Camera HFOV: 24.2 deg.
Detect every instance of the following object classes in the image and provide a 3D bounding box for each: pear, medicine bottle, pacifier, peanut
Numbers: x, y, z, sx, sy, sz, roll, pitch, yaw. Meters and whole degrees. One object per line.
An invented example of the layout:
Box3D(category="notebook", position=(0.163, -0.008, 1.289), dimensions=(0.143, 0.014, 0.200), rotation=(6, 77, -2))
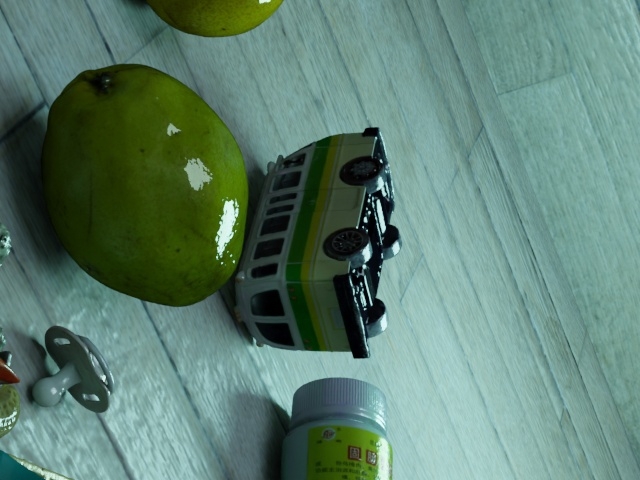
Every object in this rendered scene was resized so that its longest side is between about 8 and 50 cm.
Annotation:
Box3D(category="pear", position=(-0.176, -0.053, 1.518), dimensions=(0.212, 0.212, 0.269), rotation=(-69, 142, -54))
Box3D(category="medicine bottle", position=(0.020, 0.294, 1.820), dimensions=(0.139, 0.139, 0.225), rotation=(48, 34, -46))
Box3D(category="pear", position=(-0.133, -0.349, 1.794), dimensions=(0.209, 0.209, 0.209), rotation=(45, 37, -49))
Box3D(category="pacifier", position=(-0.243, 0.133, 1.434), dimensions=(0.078, 0.081, 0.099), rotation=(-35, 110, -36))
Box3D(category="peanut", position=(-0.299, 0.154, 1.310), dimensions=(0.113, 0.054, 0.054), rotation=(-33, 106, -68))

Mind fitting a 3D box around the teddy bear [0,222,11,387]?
Box3D(category="teddy bear", position=(-0.330, 0.027, 1.273), dimensions=(0.111, 0.133, 0.213), rotation=(35, -45, 55))

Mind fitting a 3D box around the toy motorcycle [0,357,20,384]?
Box3D(category="toy motorcycle", position=(-0.364, 0.076, 1.141), dimensions=(0.298, 0.089, 0.171), rotation=(50, 50, -34))

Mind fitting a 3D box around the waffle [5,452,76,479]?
Box3D(category="waffle", position=(-0.254, 0.257, 1.379), dimensions=(0.152, 0.023, 0.097), rotation=(40, 40, -55))

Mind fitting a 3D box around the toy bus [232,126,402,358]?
Box3D(category="toy bus", position=(0.000, 0.000, 1.908), dimensions=(0.305, 0.179, 0.143), rotation=(-77, 158, -47))

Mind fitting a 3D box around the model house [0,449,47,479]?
Box3D(category="model house", position=(-0.255, 0.248, 1.226), dimensions=(0.127, 0.149, 0.100), rotation=(54, 34, -41))
